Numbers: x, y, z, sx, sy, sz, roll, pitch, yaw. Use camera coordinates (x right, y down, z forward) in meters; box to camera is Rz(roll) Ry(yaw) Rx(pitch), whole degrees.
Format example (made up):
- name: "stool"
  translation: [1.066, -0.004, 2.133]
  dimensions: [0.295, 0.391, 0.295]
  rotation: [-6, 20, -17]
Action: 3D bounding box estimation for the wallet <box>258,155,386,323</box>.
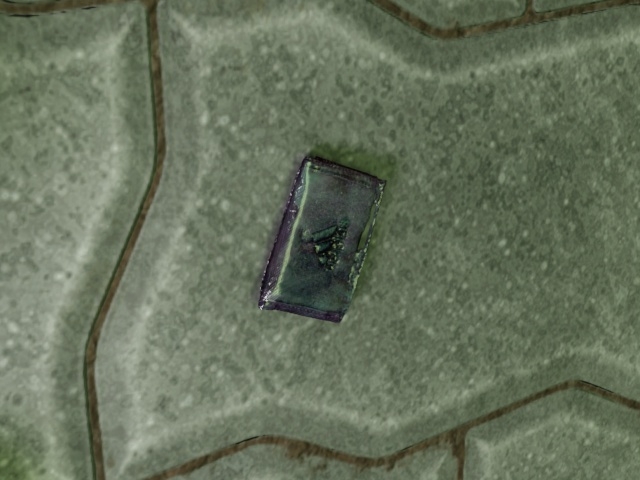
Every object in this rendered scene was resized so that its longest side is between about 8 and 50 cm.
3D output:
- name: "wallet"
  translation: [-0.001, 0.000, 1.403]
  dimensions: [0.111, 0.030, 0.165]
  rotation: [15, 94, -37]
